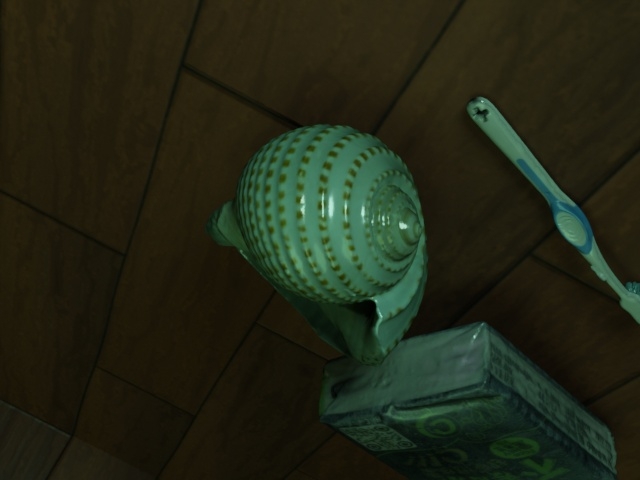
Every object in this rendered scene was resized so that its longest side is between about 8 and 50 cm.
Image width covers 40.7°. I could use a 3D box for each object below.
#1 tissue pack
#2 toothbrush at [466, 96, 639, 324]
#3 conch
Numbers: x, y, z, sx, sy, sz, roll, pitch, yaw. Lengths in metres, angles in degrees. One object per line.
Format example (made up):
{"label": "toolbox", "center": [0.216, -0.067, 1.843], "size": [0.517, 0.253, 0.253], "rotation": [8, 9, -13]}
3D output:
{"label": "tissue pack", "center": [0.225, 0.281, 1.282], "size": [0.288, 0.124, 0.394], "rotation": [-21, 134, 36]}
{"label": "toothbrush", "center": [0.290, -0.024, 1.013], "size": [0.386, 0.040, 0.040], "rotation": [44, 140, -23]}
{"label": "conch", "center": [0.014, -0.009, 1.058], "size": [0.319, 0.215, 0.303], "rotation": [30, 155, 56]}
